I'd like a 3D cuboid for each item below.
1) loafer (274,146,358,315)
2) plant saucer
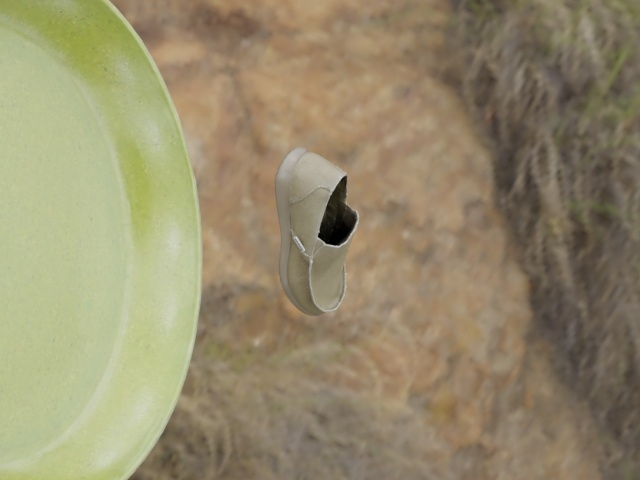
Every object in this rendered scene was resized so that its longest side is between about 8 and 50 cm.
[{"bbox_3d":[0.000,0.000,1.375,0.050,0.148,0.056,16,47,29],"label":"loafer"},{"bbox_3d":[-0.132,-0.001,0.798,0.037,0.241,0.241,-4,37,30],"label":"plant saucer"}]
